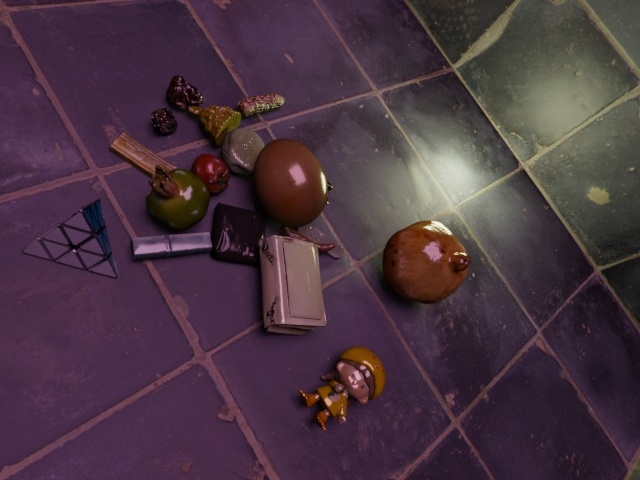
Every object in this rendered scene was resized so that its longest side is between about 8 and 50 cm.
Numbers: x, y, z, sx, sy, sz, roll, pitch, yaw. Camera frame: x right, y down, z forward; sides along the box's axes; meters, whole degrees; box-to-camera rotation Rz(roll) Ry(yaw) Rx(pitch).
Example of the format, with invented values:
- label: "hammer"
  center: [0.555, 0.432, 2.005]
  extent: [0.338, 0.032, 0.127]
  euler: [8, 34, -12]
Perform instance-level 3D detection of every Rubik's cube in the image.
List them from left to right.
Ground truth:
- label: "Rubik's cube"
  center: [-0.813, -0.023, 1.566]
  extent: [0.228, 0.233, 0.228]
  euler: [23, 5, 27]

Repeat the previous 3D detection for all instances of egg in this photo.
- label: "egg"
  center: [-0.125, -0.239, 1.916]
  extent: [0.301, 0.301, 0.374]
  euler: [-24, 100, -34]

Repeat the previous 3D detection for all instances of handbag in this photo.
- label: "handbag"
  center: [-0.325, -0.027, 1.866]
  extent: [0.223, 0.080, 0.247]
  euler: [11, 63, -24]
- label: "handbag"
  center: [-0.126, 0.176, 1.806]
  extent: [0.236, 0.160, 0.359]
  euler: [18, 57, -45]

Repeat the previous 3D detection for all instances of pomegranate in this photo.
- label: "pomegranate"
  center: [-0.534, -0.168, 1.696]
  extent: [0.235, 0.302, 0.236]
  euler: [0, 74, 0]
- label: "pomegranate"
  center: [0.480, 0.096, 2.031]
  extent: [0.410, 0.410, 0.410]
  euler: [12, 62, -23]

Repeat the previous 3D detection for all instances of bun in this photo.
- label: "bun"
  center: [-0.338, -0.377, 2.014]
  extent: [0.221, 0.108, 0.221]
  euler: [18, 57, -30]

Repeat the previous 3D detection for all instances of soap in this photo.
- label: "soap"
  center: [-0.704, -0.325, 1.836]
  extent: [0.252, 0.037, 0.092]
  euler: [35, 56, -10]

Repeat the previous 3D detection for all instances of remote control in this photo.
- label: "remote control"
  center: [0.000, 0.000, 2.060]
  extent: [0.245, 0.022, 0.077]
  euler: [33, 57, -10]

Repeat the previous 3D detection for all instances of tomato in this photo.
- label: "tomato"
  center: [-0.455, -0.274, 1.880]
  extent: [0.167, 0.167, 0.167]
  euler: [12, 62, -23]

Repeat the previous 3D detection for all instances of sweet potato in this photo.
- label: "sweet potato"
  center: [-0.062, 0.007, 1.996]
  extent: [0.255, 0.058, 0.078]
  euler: [21, 102, -7]

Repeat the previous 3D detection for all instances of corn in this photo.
- label: "corn"
  center: [-0.281, -0.651, 2.189]
  extent: [0.253, 0.086, 0.086]
  euler: [-27, 81, -35]

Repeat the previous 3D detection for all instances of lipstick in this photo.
- label: "lipstick"
  center: [-0.552, 0.021, 1.723]
  extent: [0.289, 0.077, 0.076]
  euler: [-4, 68, -31]

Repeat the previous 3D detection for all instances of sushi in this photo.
- label: "sushi"
  center: [-0.652, -0.492, 1.911]
  extent: [0.098, 0.094, 0.084]
  euler: [-26, 76, -18]

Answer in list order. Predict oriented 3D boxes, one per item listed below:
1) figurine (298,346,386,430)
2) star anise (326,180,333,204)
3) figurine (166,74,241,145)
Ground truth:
- label: "figurine"
  center: [0.094, 0.549, 1.753]
  extent: [0.343, 0.187, 0.215]
  euler: [-26, 89, -29]
- label: "star anise"
  center: [-0.043, -0.257, 2.126]
  extent: [0.236, 0.093, 0.229]
  euler: [34, 61, -5]
- label: "figurine"
  center: [-0.526, -0.568, 2.000]
  extent: [0.315, 0.168, 0.187]
  euler: [34, 66, 1]
